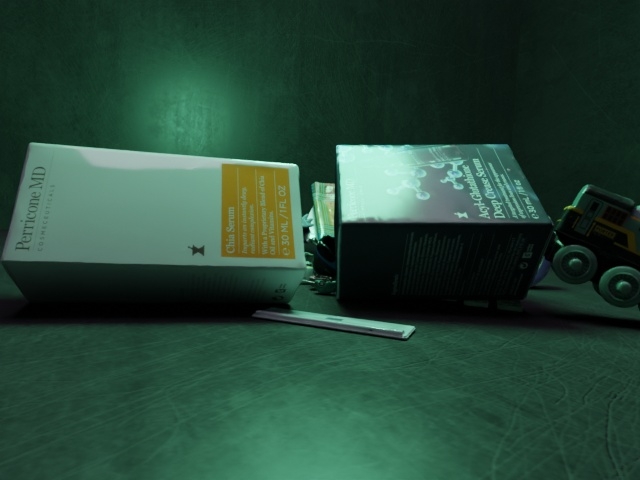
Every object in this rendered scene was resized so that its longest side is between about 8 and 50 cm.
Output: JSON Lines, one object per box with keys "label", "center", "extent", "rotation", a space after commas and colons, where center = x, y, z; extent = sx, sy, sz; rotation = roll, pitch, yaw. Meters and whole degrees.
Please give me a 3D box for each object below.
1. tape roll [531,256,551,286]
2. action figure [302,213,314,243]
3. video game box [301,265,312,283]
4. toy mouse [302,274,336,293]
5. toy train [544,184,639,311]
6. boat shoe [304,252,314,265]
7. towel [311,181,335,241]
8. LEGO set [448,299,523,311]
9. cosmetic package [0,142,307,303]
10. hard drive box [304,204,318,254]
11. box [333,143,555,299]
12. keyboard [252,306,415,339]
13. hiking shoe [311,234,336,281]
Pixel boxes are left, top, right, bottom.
{"label": "tape roll", "center": [0.541, 0.036, 1.355], "extent": [0.189, 0.188, 0.080], "rotation": [2, 4, -12]}
{"label": "action figure", "center": [-0.208, 0.012, 1.475], "extent": [0.371, 0.248, 0.275], "rotation": [-23, 25, 32]}
{"label": "video game box", "center": [-0.145, 0.077, 1.255], "extent": [0.187, 0.048, 0.205], "rotation": [-1, 4, -25]}
{"label": "toy mouse", "center": [0.013, 0.100, 1.104], "extent": [0.143, 0.031, 0.161], "rotation": [2, 3, -26]}
{"label": "toy train", "center": [0.589, 0.032, 0.914], "extent": [0.334, 0.190, 0.142], "rotation": [29, 13, 21]}
{"label": "boat shoe", "center": [-0.050, 0.063, 1.637], "extent": [0.126, 0.046, 0.038], "rotation": [11, -3, -10]}
{"label": "towel", "center": [0.117, -0.056, 1.648], "extent": [0.272, 0.369, 0.040], "rotation": [2, -38, -14]}
{"label": "LEGO set", "center": [0.355, 0.120, 1.116], "extent": [0.183, 0.060, 0.244], "rotation": [5, 14, 16]}
{"label": "cosmetic package", "center": [-0.266, -0.020, 0.861], "extent": [0.454, 0.229, 0.161], "rotation": [2, -29, -15]}
{"label": "hard drive box", "center": [0.042, -0.046, 1.714], "extent": [0.181, 0.232, 0.089], "rotation": [19, -38, 6]}
{"label": "box", "center": [0.228, -0.046, 1.045], "extent": [0.397, 0.211, 0.293], "rotation": [-1, 41, 0]}
{"label": "keyboard", "center": [0.019, 0.130, 0.780], "extent": [0.256, 0.014, 0.072], "rotation": [5, -2, 22]}
{"label": "hiking shoe", "center": [0.130, 0.041, 1.211], "extent": [0.305, 0.113, 0.132], "rotation": [-5, -37, -6]}
